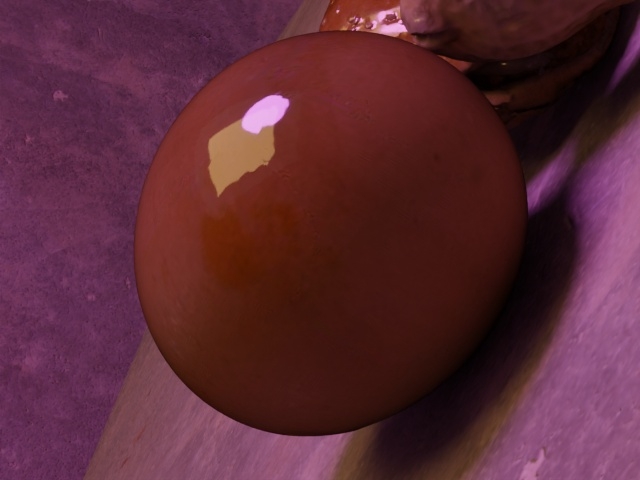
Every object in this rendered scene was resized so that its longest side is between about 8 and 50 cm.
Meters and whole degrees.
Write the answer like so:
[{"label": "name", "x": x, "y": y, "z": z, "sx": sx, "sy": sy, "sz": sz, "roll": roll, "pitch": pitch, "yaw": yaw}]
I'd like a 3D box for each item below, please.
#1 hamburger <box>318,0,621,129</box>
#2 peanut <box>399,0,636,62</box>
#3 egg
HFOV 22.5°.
[{"label": "hamburger", "x": 0.135, "y": -0.211, "z": 1.447, "sx": 0.283, "sy": 0.144, "sz": 0.259, "roll": -3, "pitch": 39, "yaw": 35}, {"label": "peanut", "x": 0.196, "y": -0.224, "z": 1.241, "sx": 0.290, "sy": 0.130, "sz": 0.130, "roll": -22, "pitch": 23, "yaw": 15}, {"label": "egg", "x": 0.000, "y": 0.000, "z": 1.287, "sx": 0.374, "sy": 0.301, "sz": 0.301, "roll": -48, "pitch": 16, "yaw": 44}]
